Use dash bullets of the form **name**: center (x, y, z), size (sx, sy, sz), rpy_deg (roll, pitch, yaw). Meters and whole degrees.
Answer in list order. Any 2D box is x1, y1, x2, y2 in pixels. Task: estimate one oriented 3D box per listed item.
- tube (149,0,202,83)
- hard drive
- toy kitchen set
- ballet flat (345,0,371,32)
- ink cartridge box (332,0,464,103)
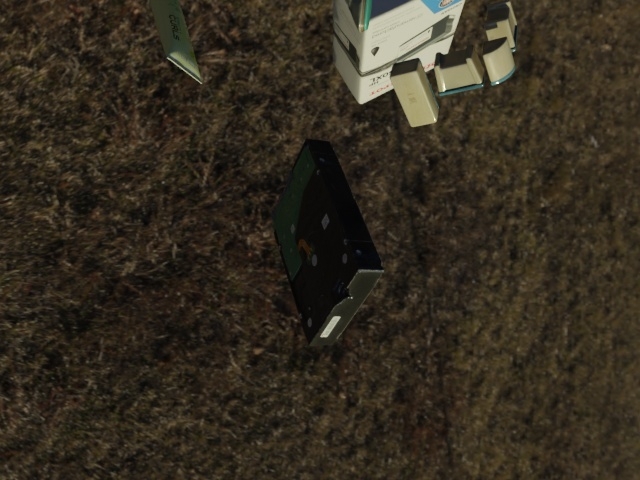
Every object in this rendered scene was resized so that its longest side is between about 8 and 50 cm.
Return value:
- **tube**: center (-0.289, -0.410, 1.290), size (0.070, 0.062, 0.240), rpy_deg (-6, 52, -21)
- **hard drive**: center (0.000, 0.000, 1.260), size (0.064, 0.237, 0.339), rpy_deg (3, 47, -28)
- **toy kitchen set**: center (0.255, -0.324, 1.194), size (0.122, 0.207, 0.166), rpy_deg (57, 37, -41)
- **ballet flat**: center (0.064, -0.462, 1.101), size (0.072, 0.068, 0.213), rpy_deg (-20, 120, -80)
- **ink cartridge box**: center (0.190, -0.551, 1.638), size (0.285, 0.395, 0.166), rpy_deg (-27, 76, -6)
